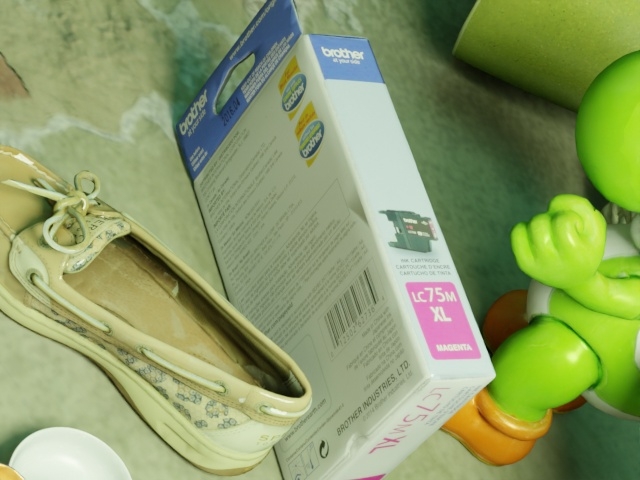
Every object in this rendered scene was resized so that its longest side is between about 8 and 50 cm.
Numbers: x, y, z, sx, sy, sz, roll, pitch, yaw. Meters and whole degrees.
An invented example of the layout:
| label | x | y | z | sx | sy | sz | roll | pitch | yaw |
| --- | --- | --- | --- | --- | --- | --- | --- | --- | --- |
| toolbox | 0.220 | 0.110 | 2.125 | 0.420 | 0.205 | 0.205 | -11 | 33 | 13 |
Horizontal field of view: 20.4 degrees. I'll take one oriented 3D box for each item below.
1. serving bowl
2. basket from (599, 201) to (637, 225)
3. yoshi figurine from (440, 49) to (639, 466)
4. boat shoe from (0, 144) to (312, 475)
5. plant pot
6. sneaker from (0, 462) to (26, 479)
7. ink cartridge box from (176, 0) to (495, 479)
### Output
| label | x | y | z | sx | sy | sz | roll | pitch | yaw |
| --- | --- | --- | --- | --- | --- | --- | --- | --- | --- |
| serving bowl | -0.154 | 0.155 | 1.069 | 0.083 | 0.027 | 0.083 | 19 | 49 | -23 |
| basket | 0.290 | 0.031 | 1.424 | 0.103 | 0.113 | 0.167 | 18 | 48 | -21 |
| yoshi figurine | 0.196 | -0.005 | 1.203 | 0.203 | 0.362 | 0.204 | 13 | 52 | -27 |
| boat shoe | -0.125 | 0.028 | 1.143 | 0.285 | 0.089 | 0.104 | 40 | 44 | -3 |
| plant pot | 0.303 | -0.187 | 1.450 | 0.293 | 0.275 | 0.275 | 34 | 43 | 4 |
| sneaker | -0.199 | 0.143 | 0.918 | 0.124 | 0.180 | 0.321 | 17 | 39 | -30 |
| ink cartridge box | 0.000 | 0.000 | 1.185 | 0.065 | 0.186 | 0.311 | -3 | 59 | -34 |
